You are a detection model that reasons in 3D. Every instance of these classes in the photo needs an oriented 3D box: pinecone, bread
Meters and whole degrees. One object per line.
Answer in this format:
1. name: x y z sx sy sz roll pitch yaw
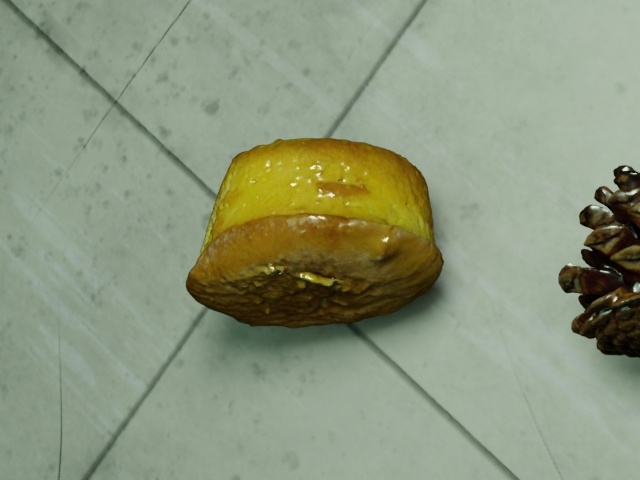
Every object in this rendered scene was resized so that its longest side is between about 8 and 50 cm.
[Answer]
1. pinecone: 0.313 0.016 1.718 0.208 0.208 0.207 -4 81 30
2. bread: 0.000 0.000 1.874 0.268 0.268 0.145 -12 65 29
